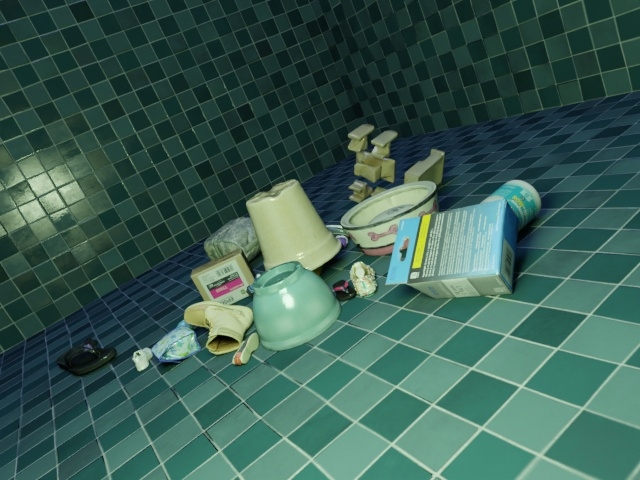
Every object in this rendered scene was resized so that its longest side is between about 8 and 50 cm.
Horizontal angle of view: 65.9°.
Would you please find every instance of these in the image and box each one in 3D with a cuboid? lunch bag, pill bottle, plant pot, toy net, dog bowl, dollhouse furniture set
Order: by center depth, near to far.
[{"bbox_3d":[0.562,-0.073,1.550,0.264,0.146,0.146,-35,19,-28],"label":"pill bottle"},{"bbox_3d":[-0.104,0.190,1.608,0.292,0.196,0.293,-23,17,7],"label":"plant pot"},{"bbox_3d":[-0.529,0.385,1.794,0.151,0.097,0.128,-23,14,-29],"label":"lunch bag"},{"bbox_3d":[-0.440,0.330,1.915,0.232,0.045,0.122,-8,-20,22],"label":"toy net"},{"bbox_3d":[-0.125,-0.057,1.917,0.333,0.306,0.334,-22,16,7],"label":"plant pot"},{"bbox_3d":[0.291,-0.084,1.971,0.407,0.151,0.408,-23,16,7],"label":"dog bowl"},{"bbox_3d":[0.356,-0.350,2.372,0.394,0.363,0.256,24,46,32],"label":"dollhouse furniture set"},{"bbox_3d":[-0.411,0.014,2.557,0.255,0.213,0.305,-13,21,37],"label":"lunch bag"}]

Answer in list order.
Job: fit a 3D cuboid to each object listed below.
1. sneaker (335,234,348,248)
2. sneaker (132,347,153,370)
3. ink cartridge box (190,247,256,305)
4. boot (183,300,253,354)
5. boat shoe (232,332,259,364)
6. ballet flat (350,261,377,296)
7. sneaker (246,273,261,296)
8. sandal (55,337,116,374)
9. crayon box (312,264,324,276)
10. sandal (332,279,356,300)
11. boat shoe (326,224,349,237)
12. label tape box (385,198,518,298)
[{"bbox_3d":[0.038,0.024,2.148,0.169,0.068,0.071,-18,23,20],"label":"sneaker"},{"bbox_3d":[-0.685,0.443,1.904,0.053,0.061,0.152,-28,15,-4],"label":"sneaker"},{"bbox_3d":[-0.400,0.170,2.097,0.234,0.193,0.088,-25,18,1],"label":"ink cartridge box"},{"bbox_3d":[-0.380,0.308,1.737,0.261,0.095,0.203,5,24,5],"label":"boot"},{"bbox_3d":[-0.238,0.347,1.585,0.043,0.049,0.137,-19,22,26],"label":"boat shoe"},{"bbox_3d":[0.143,0.116,1.693,0.091,0.077,0.241,-24,16,1],"label":"ballet flat"},{"bbox_3d":[-0.261,0.190,1.998,0.084,0.058,0.152,-33,-15,-13],"label":"sneaker"},{"bbox_3d":[-1.060,0.501,2.176,0.445,0.107,0.167,-10,22,40],"label":"sandal"},{"bbox_3d":[-0.102,0.129,1.994,0.202,0.081,0.318,-18,17,19],"label":"crayon box"},{"bbox_3d":[0.073,0.163,1.710,0.067,0.040,0.179,-27,16,-6],"label":"sandal"},{"bbox_3d":[0.000,0.000,2.279,0.319,0.116,0.099,-7,66,29],"label":"boat shoe"},{"bbox_3d":[0.372,0.035,1.400,0.333,0.106,0.241,-10,50,40],"label":"label tape box"}]
